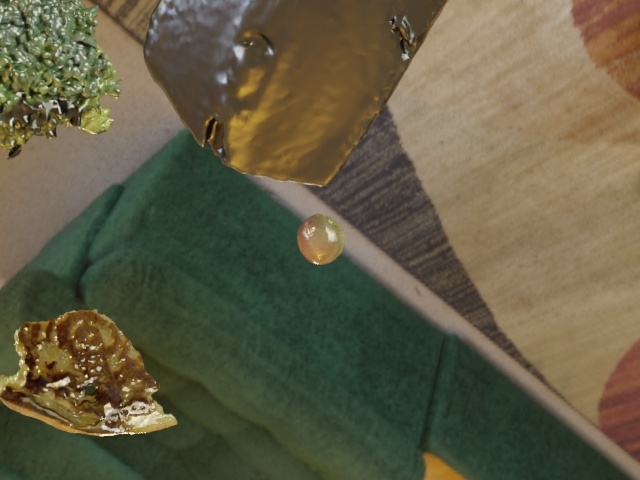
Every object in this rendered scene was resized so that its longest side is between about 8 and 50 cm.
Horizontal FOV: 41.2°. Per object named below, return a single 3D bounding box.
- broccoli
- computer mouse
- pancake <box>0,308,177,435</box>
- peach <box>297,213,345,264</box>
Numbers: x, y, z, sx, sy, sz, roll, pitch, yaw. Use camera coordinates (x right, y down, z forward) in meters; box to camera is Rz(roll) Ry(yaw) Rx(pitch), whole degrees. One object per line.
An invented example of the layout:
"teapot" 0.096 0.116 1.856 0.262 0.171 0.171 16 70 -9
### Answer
"broccoli" -0.489 -0.285 1.290 0.348 0.293 0.281 66 153 11
"computer mouse" 0.004 -0.128 0.384 0.122 0.073 0.217 37 110 10
"pancake" -0.367 0.219 1.284 0.257 0.212 0.056 47 139 20
"peach" 0.000 -0.001 1.377 0.083 0.083 0.083 11 138 10
